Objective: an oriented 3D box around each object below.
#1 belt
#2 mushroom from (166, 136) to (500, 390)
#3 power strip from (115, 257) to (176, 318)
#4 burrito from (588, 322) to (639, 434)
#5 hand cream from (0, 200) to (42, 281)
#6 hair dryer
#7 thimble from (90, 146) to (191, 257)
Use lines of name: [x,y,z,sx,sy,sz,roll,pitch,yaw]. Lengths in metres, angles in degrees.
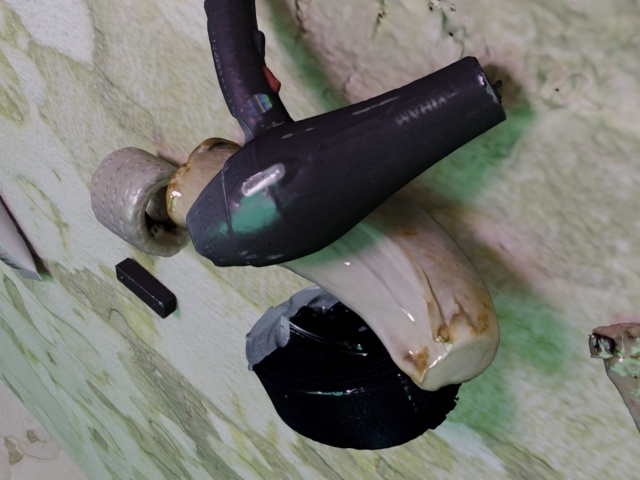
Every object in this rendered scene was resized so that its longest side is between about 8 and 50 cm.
belt: [0.025,0.098,0.588,0.199,0.151,0.078,2,127,40]
mushroom: [0.000,0.000,0.556,0.351,0.123,0.095,30,150,39]
power strip: [-0.261,0.070,1.000,0.111,0.029,0.037,36,141,20]
burrito: [0.242,0.128,0.457,0.051,0.042,0.171,-20,101,51]
hand cream: [-0.659,-0.043,1.321,0.140,0.089,0.314,5,127,49]
hair dryer: [-0.021,-0.132,0.478,0.236,0.091,0.271,-27,76,19]
thimble: [-0.197,-0.043,0.769,0.090,0.102,0.115,28,167,32]
